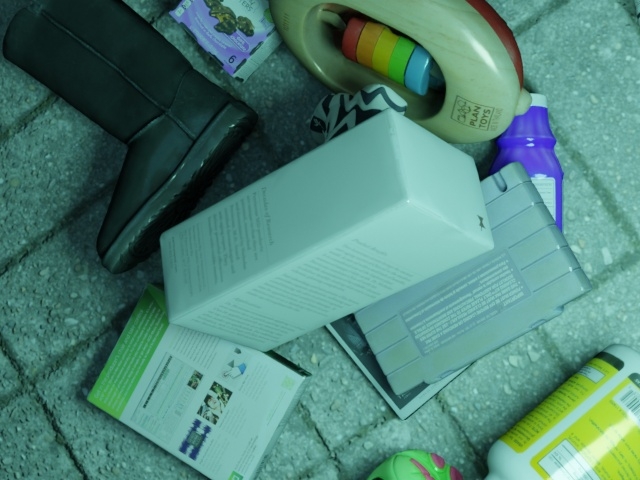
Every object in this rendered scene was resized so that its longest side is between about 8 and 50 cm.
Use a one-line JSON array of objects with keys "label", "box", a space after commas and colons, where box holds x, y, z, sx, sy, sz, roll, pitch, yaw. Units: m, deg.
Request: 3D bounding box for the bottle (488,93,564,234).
[{"label": "bottle", "box": [0.320, -0.085, 1.787, 0.118, 0.092, 0.282, -1, 86, 17]}]

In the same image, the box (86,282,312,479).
[{"label": "box", "box": [-0.206, 0.246, 1.924, 0.322, 0.058, 0.232, 30, 94, 13]}]

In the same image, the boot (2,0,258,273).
[{"label": "boot", "box": [-0.383, -0.213, 1.948, 0.445, 0.146, 0.367, 40, 89, 11]}]

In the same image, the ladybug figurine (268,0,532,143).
[{"label": "ladybug figurine", "box": [0.133, -0.316, 1.773, 0.449, 0.305, 0.162, 31, 60, 14]}]

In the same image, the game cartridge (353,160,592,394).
[{"label": "game cartridge", "box": [0.212, 0.067, 1.754, 0.355, 0.068, 0.230, -33, 82, 27]}]

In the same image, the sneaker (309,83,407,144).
[{"label": "sneaker", "box": [0.030, -0.147, 1.794, 0.094, 0.235, 0.153, 38, 67, -27]}]

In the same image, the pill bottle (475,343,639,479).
[{"label": "pill bottle", "box": [0.367, 0.320, 1.663, 0.334, 0.188, 0.188, -39, 78, -7]}]

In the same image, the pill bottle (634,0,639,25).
[{"label": "pill bottle", "box": [0.531, -0.373, 1.742, 0.108, 0.108, 0.180, -12, 84, 14]}]

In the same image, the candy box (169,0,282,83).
[{"label": "candy box", "box": [-0.128, -0.396, 1.933, 0.196, 0.070, 0.165, -46, 77, 8]}]

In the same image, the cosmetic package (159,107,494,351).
[{"label": "cosmetic package", "box": [0.000, 0.000, 1.713, 0.453, 0.230, 0.161, -26, 59, 30]}]

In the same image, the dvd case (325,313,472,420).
[{"label": "dvd case", "box": [0.126, 0.144, 1.856, 0.179, 0.029, 0.238, -42, 77, 9]}]

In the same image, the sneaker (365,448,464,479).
[{"label": "sneaker", "box": [0.217, 0.554, 1.756, 0.202, 0.185, 0.482, -39, 74, 28]}]
